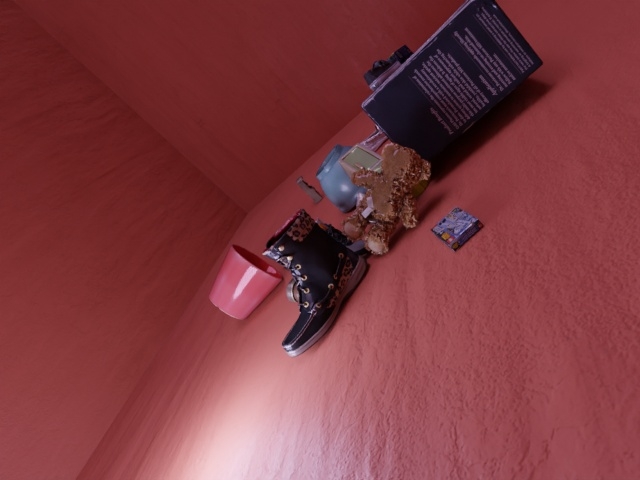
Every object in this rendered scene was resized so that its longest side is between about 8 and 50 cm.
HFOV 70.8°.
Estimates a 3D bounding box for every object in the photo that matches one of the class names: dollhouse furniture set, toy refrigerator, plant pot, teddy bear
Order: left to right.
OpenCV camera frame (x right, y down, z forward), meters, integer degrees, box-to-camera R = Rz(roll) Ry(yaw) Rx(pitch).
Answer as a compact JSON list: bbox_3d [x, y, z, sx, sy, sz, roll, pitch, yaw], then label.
[{"bbox_3d":[-0.336,0.189,1.949,0.243,0.275,0.275,-57,16,3],"label":"plant pot"},{"bbox_3d":[0.007,-0.351,2.484,0.242,0.161,0.212,-44,16,8],"label":"dollhouse furniture set"},{"bbox_3d":[0.103,-0.296,1.969,0.293,0.196,0.293,-54,12,16],"label":"plant pot"},{"bbox_3d":[0.178,-0.238,1.546,0.102,0.094,0.269,-41,42,-3],"label":"toy refrigerator"},{"bbox_3d":[0.196,-0.123,1.372,0.245,0.113,0.338,15,97,30],"label":"teddy bear"}]

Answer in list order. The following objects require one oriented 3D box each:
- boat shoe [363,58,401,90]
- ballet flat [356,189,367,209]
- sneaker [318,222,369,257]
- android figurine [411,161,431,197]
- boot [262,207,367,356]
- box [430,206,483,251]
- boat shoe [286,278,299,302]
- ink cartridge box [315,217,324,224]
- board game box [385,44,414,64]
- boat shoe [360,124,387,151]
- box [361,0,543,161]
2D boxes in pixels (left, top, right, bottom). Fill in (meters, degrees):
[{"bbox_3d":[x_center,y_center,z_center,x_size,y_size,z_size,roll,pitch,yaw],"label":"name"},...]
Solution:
[{"bbox_3d":[0.211,-0.590,1.563,0.080,0.076,0.228,-36,11,48],"label":"boat shoe"},{"bbox_3d":[0.173,-0.164,1.610,0.232,0.073,0.080,-55,-5,-19],"label":"ballet flat"},{"bbox_3d":[0.041,0.000,1.501,0.271,0.108,0.100,11,35,22],"label":"sneaker"},{"bbox_3d":[0.283,-0.180,1.590,0.273,0.056,0.248,-38,18,34],"label":"android figurine"},{"bbox_3d":[-0.057,0.116,1.323,0.377,0.284,0.138,-51,17,-19],"label":"boot"},{"bbox_3d":[0.342,-0.032,1.139,0.094,0.027,0.137,-43,16,8],"label":"box"},{"bbox_3d":[0.009,0.109,1.537,0.104,0.111,0.307,2,39,34],"label":"boat shoe"},{"bbox_3d":[0.000,0.000,1.760,0.067,0.115,0.198,-41,16,20],"label":"ink cartridge box"},{"bbox_3d":[0.259,-0.657,1.756,0.194,0.060,0.194,-40,8,38],"label":"board game box"},{"bbox_3d":[0.322,-0.572,2.335,0.277,0.096,0.098,-45,16,5],"label":"boat shoe"},{"bbox_3d":[0.417,-0.535,1.557,0.472,0.297,0.480,-39,8,19],"label":"box"}]
